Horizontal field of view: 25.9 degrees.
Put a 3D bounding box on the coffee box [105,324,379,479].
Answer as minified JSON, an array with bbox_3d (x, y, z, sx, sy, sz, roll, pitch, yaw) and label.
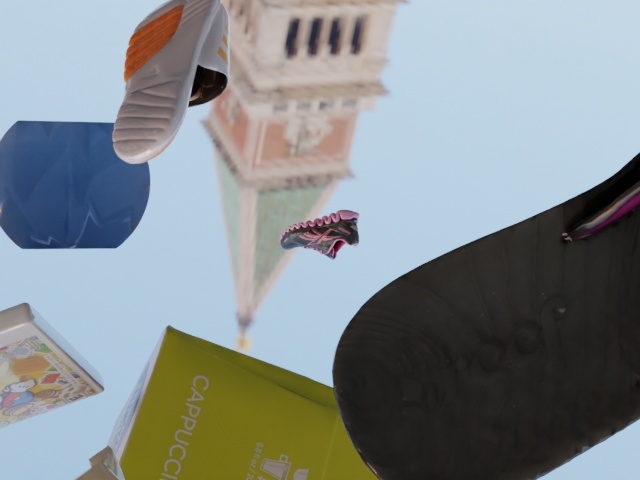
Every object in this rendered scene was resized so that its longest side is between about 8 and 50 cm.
[{"bbox_3d":[-0.085,0.339,1.415,0.338,0.334,0.338,22,-119,-8],"label":"coffee box"}]

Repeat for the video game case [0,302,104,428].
[{"bbox_3d":[-0.338,0.140,1.343,0.206,0.227,0.026,-19,-113,1],"label":"video game case"}]

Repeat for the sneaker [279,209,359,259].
[{"bbox_3d":[0.000,0.000,1.809,0.119,0.057,0.047,-17,169,29],"label":"sneaker"}]

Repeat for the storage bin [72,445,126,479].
[{"bbox_3d":[-0.149,0.285,0.703,0.262,0.260,0.123,-35,-132,-22],"label":"storage bin"}]

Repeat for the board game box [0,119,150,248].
[{"bbox_3d":[-0.264,-0.059,1.456,0.168,0.133,0.033,-1,-172,-20],"label":"board game box"}]

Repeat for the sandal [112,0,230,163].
[{"bbox_3d":[-0.139,-0.149,1.347,0.102,0.076,0.265,-19,-140,26],"label":"sandal"}]

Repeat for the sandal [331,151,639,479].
[{"bbox_3d":[0.214,0.002,0.741,0.445,0.107,0.168,-33,-93,-6],"label":"sandal"}]
